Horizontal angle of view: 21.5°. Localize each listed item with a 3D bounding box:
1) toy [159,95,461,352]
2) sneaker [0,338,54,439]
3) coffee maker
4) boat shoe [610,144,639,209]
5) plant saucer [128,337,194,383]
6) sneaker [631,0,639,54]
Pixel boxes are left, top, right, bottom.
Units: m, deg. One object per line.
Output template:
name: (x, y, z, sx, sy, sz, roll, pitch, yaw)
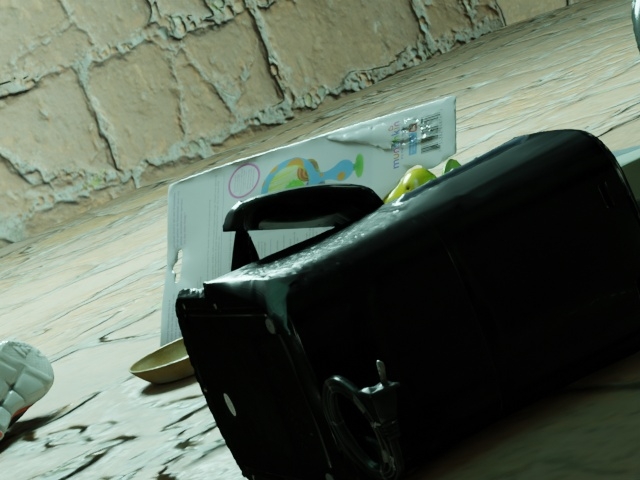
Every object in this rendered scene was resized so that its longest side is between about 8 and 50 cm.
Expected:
toy: (0.000, 0.000, 1.147, 0.237, 0.137, 0.056, -18, -33, 32)
sneaker: (-0.234, 0.122, 1.099, 0.065, 0.061, 0.158, -48, -10, 32)
coffee maker: (0.055, 0.037, 0.706, 0.178, 0.120, 0.171, -25, 32, -23)
boat shoe: (0.122, 0.000, 0.888, 0.227, 0.079, 0.081, -17, -2, -6)
plant saucer: (-0.084, 0.075, 1.101, 0.083, 0.015, 0.083, -21, 7, 3)
sneaker: (0.420, -0.198, 1.069, 0.447, 0.169, 0.257, -22, 4, -30)
